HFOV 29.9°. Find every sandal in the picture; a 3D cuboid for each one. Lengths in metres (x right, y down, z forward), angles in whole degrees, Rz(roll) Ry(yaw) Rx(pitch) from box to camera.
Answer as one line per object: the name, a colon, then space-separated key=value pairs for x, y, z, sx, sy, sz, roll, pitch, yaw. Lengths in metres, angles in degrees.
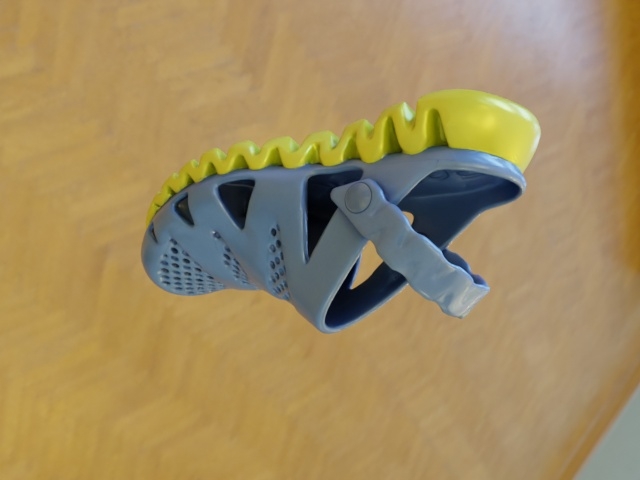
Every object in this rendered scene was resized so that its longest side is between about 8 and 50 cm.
sandal: x=0.000 y=0.000 z=0.824 sx=0.126 sy=0.317 sz=0.138 roll=25 pitch=58 yaw=-48
